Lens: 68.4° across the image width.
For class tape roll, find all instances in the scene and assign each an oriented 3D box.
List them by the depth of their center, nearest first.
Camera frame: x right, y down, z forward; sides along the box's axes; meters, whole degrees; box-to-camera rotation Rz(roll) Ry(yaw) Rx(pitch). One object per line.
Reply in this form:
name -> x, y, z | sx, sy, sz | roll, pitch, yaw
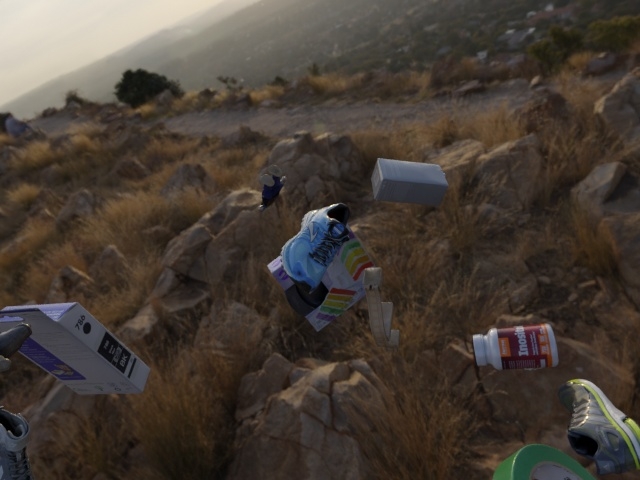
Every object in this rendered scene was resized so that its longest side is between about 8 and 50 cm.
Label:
tape roll -> 0.532, 0.617, 1.028 | 0.077, 0.321, 0.321 | -59, 12, 34

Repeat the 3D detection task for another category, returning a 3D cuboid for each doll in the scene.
doll -> -0.139, -0.140, 1.342 | 0.129, 0.046, 0.189 | -54, -6, -24

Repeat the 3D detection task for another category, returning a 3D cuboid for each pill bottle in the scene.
pill bottle -> 0.394, 0.218, 0.959 | 0.152, 0.086, 0.086 | -10, 33, 18

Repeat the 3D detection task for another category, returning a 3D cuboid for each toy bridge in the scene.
toy bridge -> 0.092, 0.121, 0.694 | 0.026, 0.188, 0.063 | -2, 48, 19

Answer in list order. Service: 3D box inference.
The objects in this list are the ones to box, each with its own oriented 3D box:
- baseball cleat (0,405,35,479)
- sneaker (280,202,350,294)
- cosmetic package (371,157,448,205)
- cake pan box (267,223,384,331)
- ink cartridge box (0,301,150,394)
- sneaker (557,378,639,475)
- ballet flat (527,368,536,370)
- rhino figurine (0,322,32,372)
baseball cleat -> -0.553, 0.399, 0.842 | 0.109, 0.206, 0.072 | -31, -2, 24
sneaker -> 0.000, 0.000, 0.624 | 0.073, 0.063, 0.162 | -30, 27, 36
cosmetic package -> 0.307, -0.202, 1.632 | 0.238, 0.107, 0.127 | 8, 43, -10
cake pan box -> 0.015, 0.097, 1.353 | 0.267, 0.246, 0.070 | -36, 23, -4
ink cartridge box -> -0.487, 0.201, 0.908 | 0.165, 0.333, 0.065 | -4, 49, 13
sneaker -> 0.599, 0.408, 1.052 | 0.121, 0.111, 0.300 | -20, 5, 4
ballet flat -> 0.801, 0.432, 1.745 | 0.077, 0.091, 0.241 | 0, 5, 31
rhino figurine -> -0.471, 0.183, 0.624 | 0.106, 0.073, 0.243 | -38, 15, 22
